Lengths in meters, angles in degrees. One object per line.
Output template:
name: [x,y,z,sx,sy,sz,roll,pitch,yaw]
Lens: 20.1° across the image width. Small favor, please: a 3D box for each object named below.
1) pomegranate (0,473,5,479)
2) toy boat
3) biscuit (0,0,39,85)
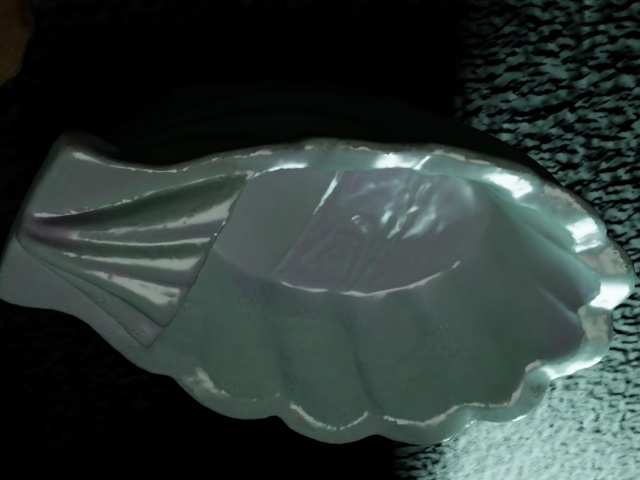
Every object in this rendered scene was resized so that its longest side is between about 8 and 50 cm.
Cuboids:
pomegranate: [-0.239,0.190,0.937,0.211,0.211,0.263,-20,170,9]
toy boat: [0.000,0.000,0.843,0.290,0.100,0.199,12,131,-24]
biscuit: [-0.328,-0.144,0.641,0.394,0.076,0.368,-14,142,2]
